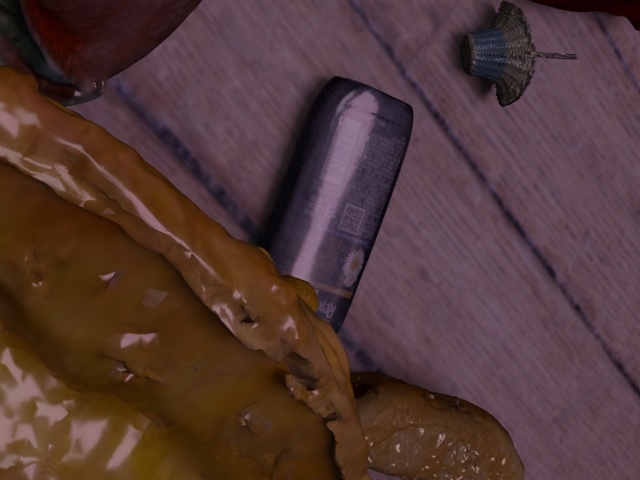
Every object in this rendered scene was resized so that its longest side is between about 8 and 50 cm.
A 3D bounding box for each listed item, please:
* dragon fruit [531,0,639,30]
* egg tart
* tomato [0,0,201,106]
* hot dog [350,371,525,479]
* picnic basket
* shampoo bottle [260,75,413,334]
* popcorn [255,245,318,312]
[{"bbox_3d":[0.331,-0.334,1.085,0.330,0.302,0.240,-14,79,-49],"label":"dragon fruit"},{"bbox_3d":[-0.189,0.073,0.618,0.443,0.443,0.178,50,51,-35],"label":"egg tart"},{"bbox_3d":[-0.179,-0.211,0.634,0.317,0.317,0.282,31,46,-38],"label":"tomato"},{"bbox_3d":[0.070,0.149,1.065,0.243,0.084,0.073,22,85,-38],"label":"hot dog"},{"bbox_3d":[0.151,-0.147,1.059,0.083,0.065,0.083,-4,96,-13],"label":"picnic basket"},{"bbox_3d":[0.000,0.000,0.990,0.087,0.049,0.233,19,91,-36],"label":"shampoo bottle"},{"bbox_3d":[-0.092,0.069,0.876,0.194,0.163,0.140,-1,74,-9],"label":"popcorn"}]
